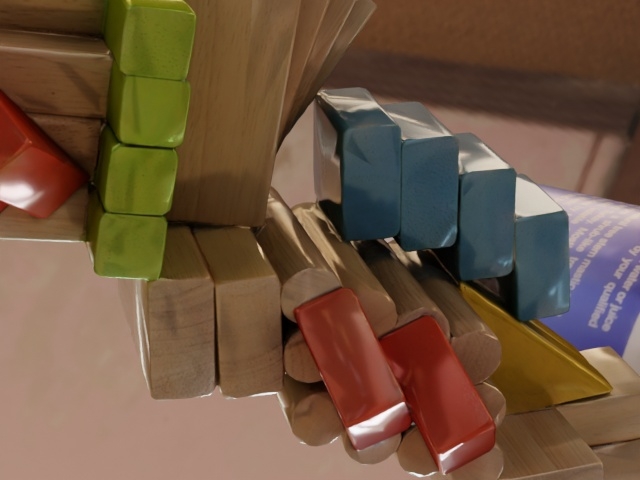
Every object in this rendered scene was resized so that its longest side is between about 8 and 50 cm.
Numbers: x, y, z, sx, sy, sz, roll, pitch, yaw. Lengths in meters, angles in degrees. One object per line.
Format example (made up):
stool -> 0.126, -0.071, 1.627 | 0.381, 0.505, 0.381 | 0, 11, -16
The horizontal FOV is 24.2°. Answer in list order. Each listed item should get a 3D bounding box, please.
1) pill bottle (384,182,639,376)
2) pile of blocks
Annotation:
pill bottle -> 0.142, 0.058, 0.716 | 0.272, 0.152, 0.152 | 16, 153, 41
pile of blocks -> 0.000, 0.000, 0.484 | 0.362, 0.149, 0.112 | 28, -168, -24
